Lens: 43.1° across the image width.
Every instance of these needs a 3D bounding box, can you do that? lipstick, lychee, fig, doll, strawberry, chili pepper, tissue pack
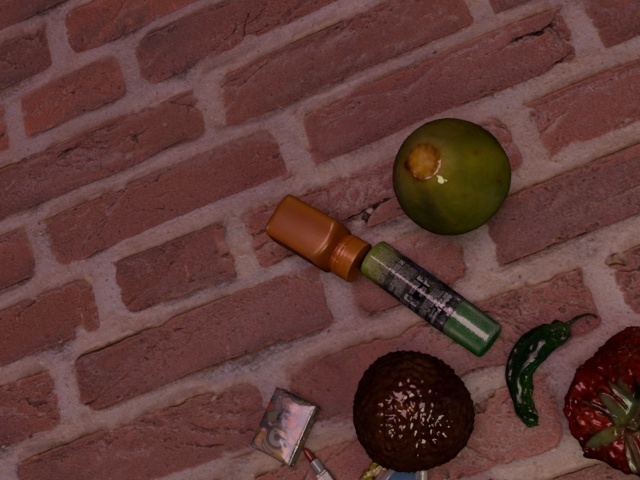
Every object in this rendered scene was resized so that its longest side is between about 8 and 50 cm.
[{"bbox_3d":[0.001,0.509,1.786,0.030,0.030,0.129,-39,69,3],"label":"lipstick"},{"bbox_3d":[0.189,0.344,1.661,0.261,0.260,0.260,-4,73,15],"label":"lychee"},{"bbox_3d":[0.266,-0.137,1.740,0.258,0.326,0.258,1,92,26],"label":"fig"},{"bbox_3d":[0.193,0.548,1.685,0.241,0.098,0.135,39,67,24],"label":"doll"},{"bbox_3d":[0.621,0.315,1.585,0.261,0.258,0.261,7,104,28],"label":"strawberry"},{"bbox_3d":[0.466,0.249,1.712,0.122,0.065,0.278,30,86,12],"label":"chili pepper"},{"bbox_3d":[-0.078,0.418,1.819,0.109,0.060,0.148,22,82,19],"label":"tissue pack"}]

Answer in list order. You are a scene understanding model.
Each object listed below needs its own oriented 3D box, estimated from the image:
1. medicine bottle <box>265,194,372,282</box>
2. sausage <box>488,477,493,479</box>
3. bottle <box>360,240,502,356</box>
[{"bbox_3d":[0.000,0.001,1.868,0.222,0.149,0.112,30,85,21],"label":"medicine bottle"},{"bbox_3d":[0.446,0.599,1.602,0.312,0.093,0.093,31,85,21],"label":"sausage"},{"bbox_3d":[0.242,0.128,1.794,0.330,0.093,0.093,37,87,22],"label":"bottle"}]
